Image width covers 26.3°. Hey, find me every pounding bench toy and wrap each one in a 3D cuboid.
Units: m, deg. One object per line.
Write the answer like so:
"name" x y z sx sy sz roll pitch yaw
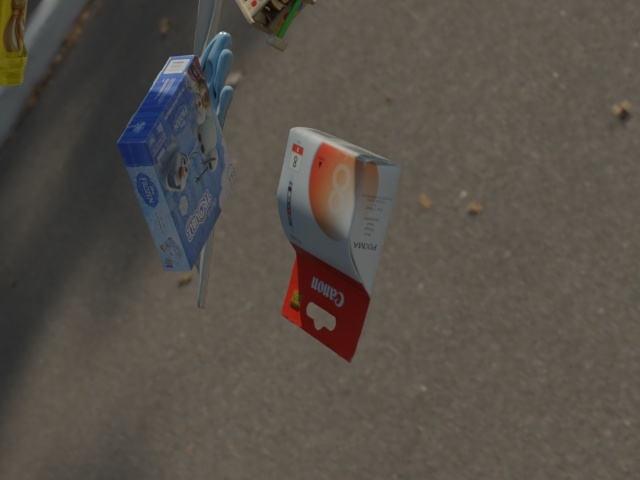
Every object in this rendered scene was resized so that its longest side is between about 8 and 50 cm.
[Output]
"pounding bench toy" -0.040 -0.245 1.425 0.065 0.052 0.083 -43 57 22

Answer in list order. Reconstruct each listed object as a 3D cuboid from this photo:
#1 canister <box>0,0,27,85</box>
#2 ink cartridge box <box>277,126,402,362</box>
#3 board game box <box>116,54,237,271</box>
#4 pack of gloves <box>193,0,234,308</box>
"canister" -0.269 -0.220 1.108 0.126 0.073 0.169 -129 45 -67
"ink cartridge box" 0.000 0.000 1.217 0.145 0.045 0.179 30 106 58
"board game box" -0.080 -0.045 0.784 0.020 0.090 0.090 -1 38 19
"pack of gloves" -0.113 -0.093 1.134 0.195 0.046 0.232 -105 21 -55
